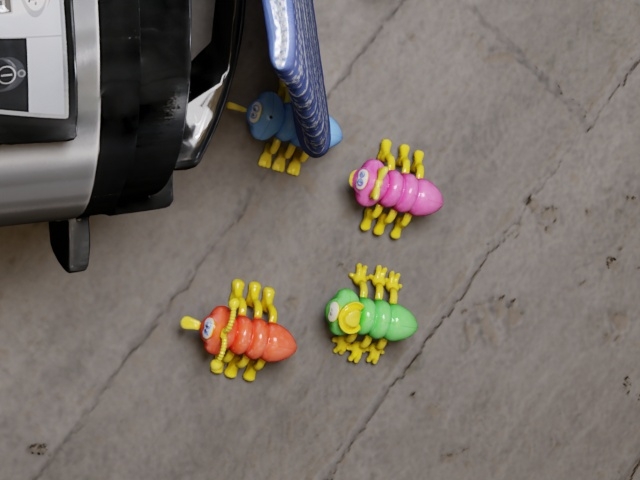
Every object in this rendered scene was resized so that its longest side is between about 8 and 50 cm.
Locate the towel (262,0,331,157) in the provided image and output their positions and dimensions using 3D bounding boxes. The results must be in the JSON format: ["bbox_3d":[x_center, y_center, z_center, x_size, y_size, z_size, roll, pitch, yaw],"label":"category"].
[{"bbox_3d":[-0.033,-0.201,0.987,0.040,0.336,0.243,-9,83,3],"label":"towel"}]

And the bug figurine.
[{"bbox_3d":[0.000,0.000,1.186,0.216,0.072,0.279,10,94,-21],"label":"bug figurine"}]

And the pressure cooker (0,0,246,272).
[{"bbox_3d":[-0.253,-0.191,0.910,0.420,0.370,0.376,-6,61,-20],"label":"pressure cooker"}]
